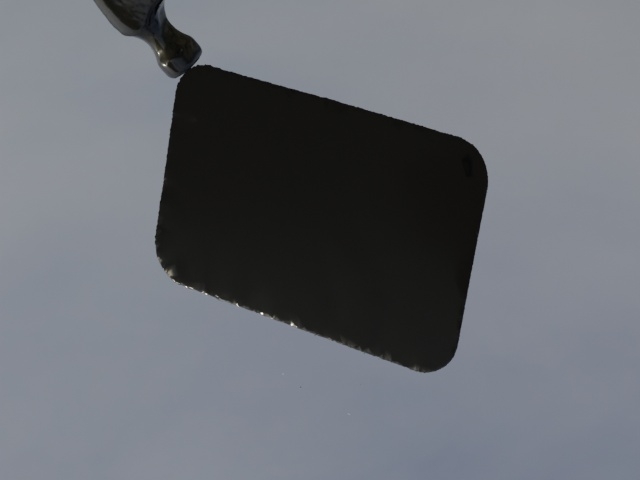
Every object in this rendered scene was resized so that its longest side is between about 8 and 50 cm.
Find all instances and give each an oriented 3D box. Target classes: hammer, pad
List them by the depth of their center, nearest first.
[{"bbox_3d":[-0.011,-0.283,1.357,0.440,0.168,0.044,-28,-156,31],"label":"hammer"},{"bbox_3d":[-0.001,0.001,1.847,0.375,0.315,0.063,20,-161,28],"label":"pad"}]
